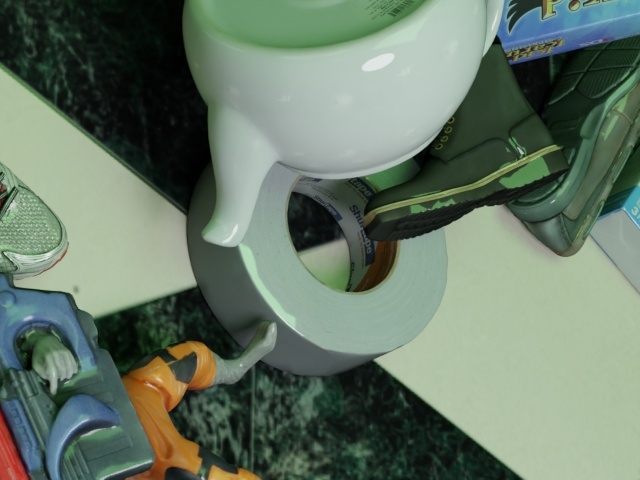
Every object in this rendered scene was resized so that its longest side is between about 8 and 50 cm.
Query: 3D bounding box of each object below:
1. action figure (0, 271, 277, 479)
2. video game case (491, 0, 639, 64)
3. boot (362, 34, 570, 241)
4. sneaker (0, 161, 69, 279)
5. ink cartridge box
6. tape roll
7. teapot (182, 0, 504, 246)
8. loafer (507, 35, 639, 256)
[{"bbox_3d":[-0.139,0.198,1.429,0.330,0.178,0.341,-3,60,-30],"label":"action figure"},{"bbox_3d":[0.152,-0.280,1.775,0.269,0.061,0.244,-13,77,8],"label":"video game case"},{"bbox_3d":[0.098,-0.086,1.668,0.198,0.077,0.137,-19,79,-32],"label":"boot"},{"bbox_3d":[-0.279,-0.049,1.463,0.225,0.092,0.088,35,56,-21],"label":"sneaker"},{"bbox_3d":[0.343,-0.040,1.926,0.104,0.061,0.181,49,52,-11],"label":"ink cartridge box"},{"bbox_3d":[0.000,0.000,1.659,0.219,0.072,0.219,13,66,-31],"label":"tape roll"},{"bbox_3d":[0.022,-0.139,1.565,0.252,0.256,0.187,-90,169,-48],"label":"teapot"},{"bbox_3d":[0.260,-0.101,1.886,0.084,0.096,0.267,54,56,-32],"label":"loafer"}]
